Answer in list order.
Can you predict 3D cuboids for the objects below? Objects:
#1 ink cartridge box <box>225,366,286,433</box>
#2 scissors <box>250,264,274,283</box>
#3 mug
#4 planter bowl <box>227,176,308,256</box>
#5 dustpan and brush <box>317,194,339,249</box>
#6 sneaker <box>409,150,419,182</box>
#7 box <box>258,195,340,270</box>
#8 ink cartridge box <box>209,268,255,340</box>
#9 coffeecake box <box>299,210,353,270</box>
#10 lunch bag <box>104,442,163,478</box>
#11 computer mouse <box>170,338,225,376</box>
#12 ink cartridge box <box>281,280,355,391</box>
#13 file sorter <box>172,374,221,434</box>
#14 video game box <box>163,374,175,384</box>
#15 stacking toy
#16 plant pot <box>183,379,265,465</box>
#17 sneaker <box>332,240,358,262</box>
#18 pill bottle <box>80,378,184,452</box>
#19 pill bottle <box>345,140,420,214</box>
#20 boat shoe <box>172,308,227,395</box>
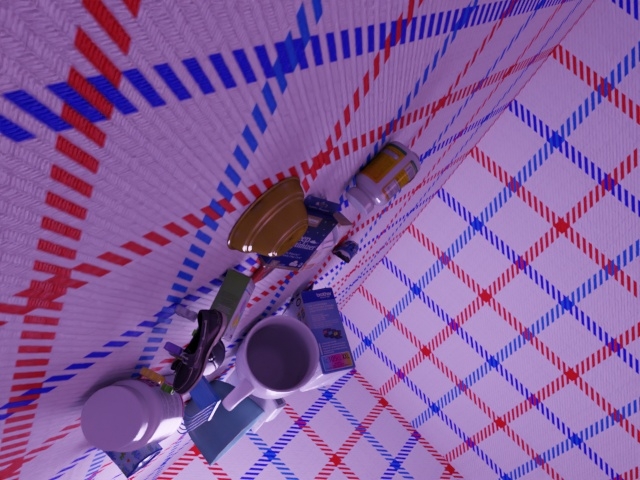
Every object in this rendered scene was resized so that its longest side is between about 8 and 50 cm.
[{"bbox_3d":[-0.280,0.645,2.439,0.060,0.275,0.239,-12,148,-42],"label":"ink cartridge box"},{"bbox_3d":[-0.208,0.135,1.572,0.297,0.021,0.109,-46,171,-10],"label":"scissors"},{"bbox_3d":[-0.214,0.482,2.121,0.374,0.276,0.328,-42,175,-29],"label":"mug"},{"bbox_3d":[-0.091,-0.029,1.247,0.217,0.090,0.217,-44,169,-11],"label":"planter bowl"},{"bbox_3d":[-0.006,-0.040,1.559,0.147,0.060,0.211,-16,127,-25],"label":"dustpan and brush"},{"bbox_3d":[0.238,-0.202,1.864,0.215,0.084,0.083,-48,164,16],"label":"sneaker"},{"bbox_3d":[-0.046,-0.013,1.488,0.136,0.036,0.225,12,123,-50],"label":"box"},{"bbox_3d":[-0.229,0.181,1.372,0.109,0.062,0.209,92,21,-75],"label":"ink cartridge box"},{"bbox_3d":[0.000,0.000,1.731,0.185,0.068,0.142,-49,169,14],"label":"coffeecake box"},{"bbox_3d":[-0.555,0.612,1.710,0.096,0.129,0.151,-49,170,15],"label":"lunch bag"},{"bbox_3d":[-0.345,0.358,1.729,0.188,0.072,0.272,-43,168,-18],"label":"computer mouse"},{"bbox_3d":[-0.025,0.365,2.283,0.151,0.395,0.270,-7,156,-26],"label":"ink cartridge box"},{"bbox_3d":[-0.373,0.462,1.634,0.105,0.118,0.170,-27,160,-34],"label":"file sorter"},{"bbox_3d":[-0.486,0.476,1.693,0.187,0.048,0.205,-44,169,-3],"label":"video game box"},{"bbox_3d":[-0.330,0.253,1.303,0.221,0.052,0.166,100,14,-67],"label":"stacking toy"},{"bbox_3d":[-0.407,0.702,2.289,0.293,0.235,0.293,-44,169,-11],"label":"plant pot"},{"bbox_3d":[0.102,0.037,2.242,0.081,0.080,0.211,-54,178,6],"label":"sneaker"},{"bbox_3d":[-0.434,0.406,1.346,0.160,0.160,0.283,-45,169,-7],"label":"pill bottle"},{"bbox_3d":[0.174,-0.173,1.630,0.208,0.117,0.117,-45,169,-8],"label":"pill bottle"},{"bbox_3d":[-0.280,0.240,1.254,0.065,0.075,0.206,26,93,-42],"label":"boat shoe"}]
